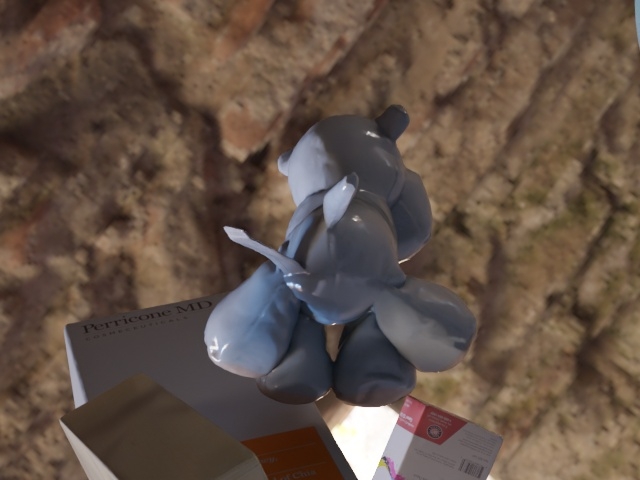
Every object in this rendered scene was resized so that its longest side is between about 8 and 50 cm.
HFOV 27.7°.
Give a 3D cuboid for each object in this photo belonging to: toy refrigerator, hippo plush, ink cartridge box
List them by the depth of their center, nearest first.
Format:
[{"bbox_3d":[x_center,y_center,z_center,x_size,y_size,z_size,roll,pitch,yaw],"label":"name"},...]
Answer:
[{"bbox_3d":[-0.113,0.191,1.022,0.094,0.102,0.269,-30,18,-19],"label":"toy refrigerator"},{"bbox_3d":[0.000,0.000,1.245,0.234,0.294,0.237,-23,41,21],"label":"hippo plush"},{"bbox_3d":[0.123,0.301,1.558,0.198,0.115,0.067,-66,18,-3],"label":"ink cartridge box"}]

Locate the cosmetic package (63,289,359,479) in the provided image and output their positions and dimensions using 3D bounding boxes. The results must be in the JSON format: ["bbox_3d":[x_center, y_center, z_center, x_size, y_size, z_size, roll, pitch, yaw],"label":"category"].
[{"bbox_3d":[-0.117,0.235,1.353,0.230,0.453,0.162,-12,-63,-15],"label":"cosmetic package"}]

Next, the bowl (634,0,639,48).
[{"bbox_3d":[0.367,-0.158,0.797,0.311,0.311,0.163,-53,4,3],"label":"bowl"}]
